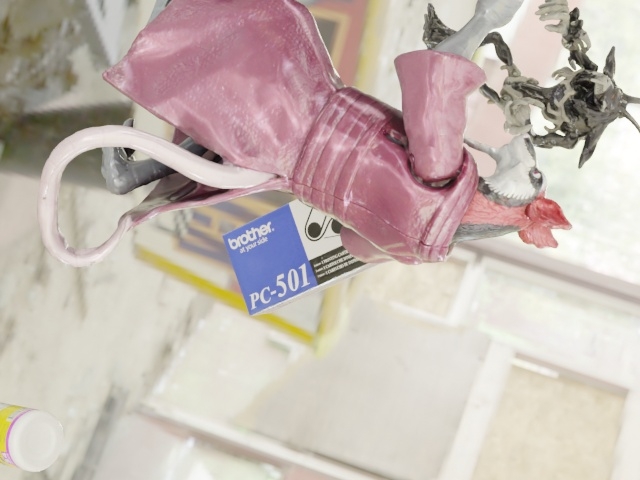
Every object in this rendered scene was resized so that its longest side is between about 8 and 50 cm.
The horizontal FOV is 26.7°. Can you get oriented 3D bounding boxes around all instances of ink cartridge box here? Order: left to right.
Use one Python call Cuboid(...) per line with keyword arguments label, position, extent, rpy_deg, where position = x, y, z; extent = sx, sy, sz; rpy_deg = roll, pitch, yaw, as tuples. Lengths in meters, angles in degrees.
Cuboid(label="ink cartridge box", position=(0.000, 0.000, 1.445), extent=(0.046, 0.207, 0.097), rpy_deg=(-3, 70, -61))

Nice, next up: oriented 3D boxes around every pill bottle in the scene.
Cuboid(label="pill bottle", position=(-0.224, 0.139, 0.967), extent=(0.043, 0.083, 0.043), rpy_deg=(-2, 92, -45))

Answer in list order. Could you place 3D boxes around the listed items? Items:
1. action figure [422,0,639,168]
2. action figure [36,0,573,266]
Cuboid(label="action figure", position=(0.240, -0.180, 1.521), extent=(0.141, 0.275, 0.164), rpy_deg=(63, 42, -71))
Cuboid(label="action figure", position=(0.012, -0.073, 1.011), extent=(0.276, 0.370, 0.248), rpy_deg=(-49, 157, -45))
